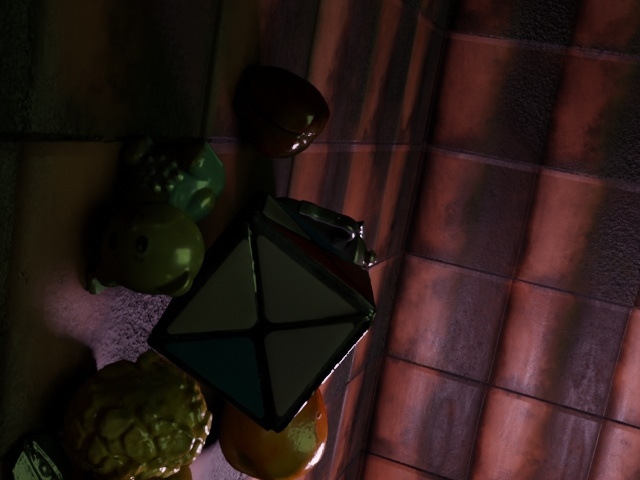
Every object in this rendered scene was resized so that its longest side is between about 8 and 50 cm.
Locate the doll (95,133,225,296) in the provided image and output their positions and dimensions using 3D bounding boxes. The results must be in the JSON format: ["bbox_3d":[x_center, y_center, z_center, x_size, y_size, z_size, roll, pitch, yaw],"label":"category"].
[{"bbox_3d":[-0.268,-0.033,1.248,0.161,0.177,0.260,66,34,-60],"label":"doll"}]

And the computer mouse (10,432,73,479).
[{"bbox_3d":[-0.450,0.399,1.210,0.106,0.062,0.192,-51,151,-48],"label":"computer mouse"}]

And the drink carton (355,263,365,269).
[{"bbox_3d":[-0.073,0.129,1.692,0.132,0.325,0.194,-48,146,-53],"label":"drink carton"}]

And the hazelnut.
[{"bbox_3d":[-0.089,-0.287,1.618,0.208,0.208,0.208,14,90,-71],"label":"hazelnut"}]

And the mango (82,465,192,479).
[{"bbox_3d":[-0.333,0.462,1.327,0.331,0.195,0.142,-99,-174,-85],"label":"mango"}]

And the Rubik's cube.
[{"bbox_3d":[-0.098,0.125,1.396,0.310,0.305,0.307,-49,-171,10],"label":"Rubik's cube"}]

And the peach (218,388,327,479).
[{"bbox_3d":[-0.111,0.453,1.904,0.308,0.289,0.288,-54,152,-35],"label":"peach"}]

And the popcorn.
[{"bbox_3d":[-0.319,0.305,1.281,0.190,0.250,0.250,-58,174,33],"label":"popcorn"}]

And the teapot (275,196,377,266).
[{"bbox_3d":[0.004,-0.010,1.818,0.223,0.285,0.305,-73,172,-53],"label":"teapot"}]

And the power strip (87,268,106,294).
[{"bbox_3d":[-0.368,0.060,1.275,0.090,0.016,0.040,-43,139,-57],"label":"power strip"}]
